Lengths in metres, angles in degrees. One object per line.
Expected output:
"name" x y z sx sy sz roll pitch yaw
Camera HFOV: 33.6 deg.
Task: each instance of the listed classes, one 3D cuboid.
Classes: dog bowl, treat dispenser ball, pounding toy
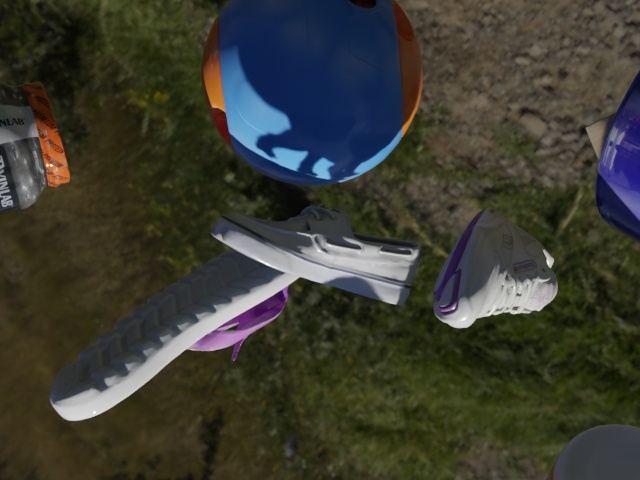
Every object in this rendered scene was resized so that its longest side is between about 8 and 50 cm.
"dog bowl" 0.403 -0.107 1.092 0.104 0.265 0.265 35 156 34
"treat dispenser ball" -0.011 -0.215 1.382 0.288 0.288 0.288 29 152 17
"pounding toy" 0.547 -0.176 1.771 0.130 0.141 0.100 -25 83 41

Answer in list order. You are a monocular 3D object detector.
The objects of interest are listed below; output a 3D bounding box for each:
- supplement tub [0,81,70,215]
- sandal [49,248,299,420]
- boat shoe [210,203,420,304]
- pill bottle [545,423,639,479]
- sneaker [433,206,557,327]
"supplement tub" -0.565 -0.120 1.593 0.207 0.338 0.207 162 90 -75
"sandal" -0.148 0.109 1.348 0.169 0.416 0.102 26 145 63
"boat shoe" 0.000 0.000 1.180 0.258 0.084 0.095 18 -175 -35
"pill bottle" 0.289 0.327 1.118 0.152 0.152 0.272 29 140 18
"sneaker" 0.243 0.044 1.407 0.152 0.305 0.114 30 117 9
